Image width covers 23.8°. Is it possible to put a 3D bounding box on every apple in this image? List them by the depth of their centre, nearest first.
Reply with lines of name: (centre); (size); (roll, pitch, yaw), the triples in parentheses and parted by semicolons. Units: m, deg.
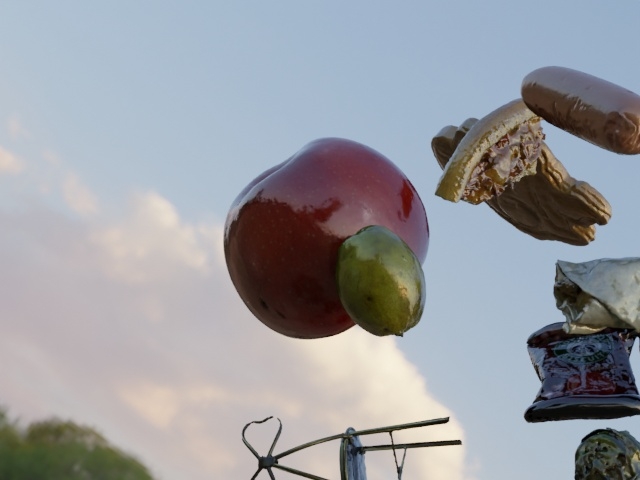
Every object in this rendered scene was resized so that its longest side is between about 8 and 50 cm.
apple: (0.000, 0.000, 1.889); (0.216, 0.260, 0.260); (56, -23, -8)

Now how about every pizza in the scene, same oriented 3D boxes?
pizza: (0.269, -0.131, 2.253); (0.056, 0.271, 0.134); (18, -50, 47)

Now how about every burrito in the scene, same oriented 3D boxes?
burrito: (0.479, 0.067, 1.825); (0.392, 0.117, 0.076); (-1, -25, 3)

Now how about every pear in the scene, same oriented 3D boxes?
pear: (0.070, 0.048, 1.721); (0.131, 0.107, 0.107); (64, -20, 4)

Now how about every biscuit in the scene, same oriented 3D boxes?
biscuit: (0.330, 0.165, 1.886); (0.151, 0.235, 0.063); (-2, -63, 10)
biscuit: (0.329, -0.089, 2.526); (0.376, 0.051, 0.269); (22, -25, 46)

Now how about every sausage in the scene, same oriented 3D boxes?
sausage: (0.357, -0.174, 2.006); (0.086, 0.086, 0.289); (44, -2, -25)

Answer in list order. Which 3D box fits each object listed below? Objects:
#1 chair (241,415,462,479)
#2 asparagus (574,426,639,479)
chair: (0.052, 0.358, 2.356); (0.325, 0.160, 0.170); (-6, -24, 11)
asparagus: (0.512, 0.407, 2.555); (0.108, 0.129, 0.382); (0, -18, 21)
